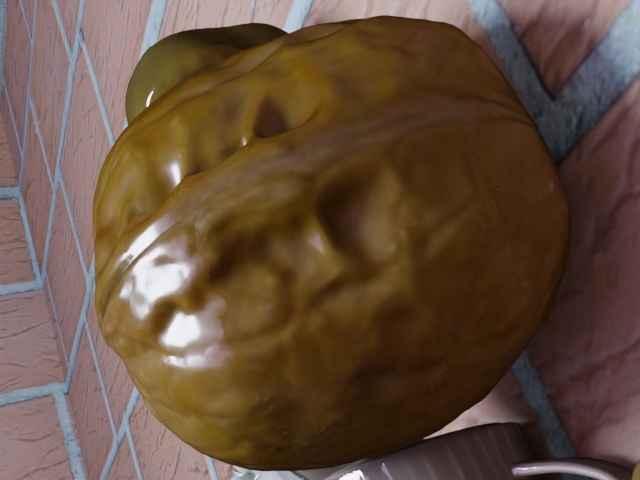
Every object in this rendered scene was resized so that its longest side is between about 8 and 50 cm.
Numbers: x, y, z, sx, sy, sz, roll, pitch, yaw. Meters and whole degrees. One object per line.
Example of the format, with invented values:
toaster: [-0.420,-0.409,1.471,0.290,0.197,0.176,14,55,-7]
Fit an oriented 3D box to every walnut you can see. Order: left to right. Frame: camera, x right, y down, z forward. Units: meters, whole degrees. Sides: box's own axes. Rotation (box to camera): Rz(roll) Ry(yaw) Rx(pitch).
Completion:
walnut: [0.000,0.000,0.738,0.354,0.398,0.308,62,-179,32]

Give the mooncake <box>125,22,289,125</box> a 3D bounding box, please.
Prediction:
mooncake: [-0.102,-0.132,1.037,0.117,0.235,0.235,45,136,48]

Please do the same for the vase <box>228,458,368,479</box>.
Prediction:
vase: [-0.029,0.371,1.069,0.250,0.250,0.445,51,136,46]

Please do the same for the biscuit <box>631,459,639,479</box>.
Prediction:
biscuit: [0.294,0.132,0.518,0.320,0.047,0.183,-35,73,54]

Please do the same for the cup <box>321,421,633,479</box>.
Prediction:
cup: [0.133,0.299,0.734,0.288,0.208,0.273,128,129,-57]
